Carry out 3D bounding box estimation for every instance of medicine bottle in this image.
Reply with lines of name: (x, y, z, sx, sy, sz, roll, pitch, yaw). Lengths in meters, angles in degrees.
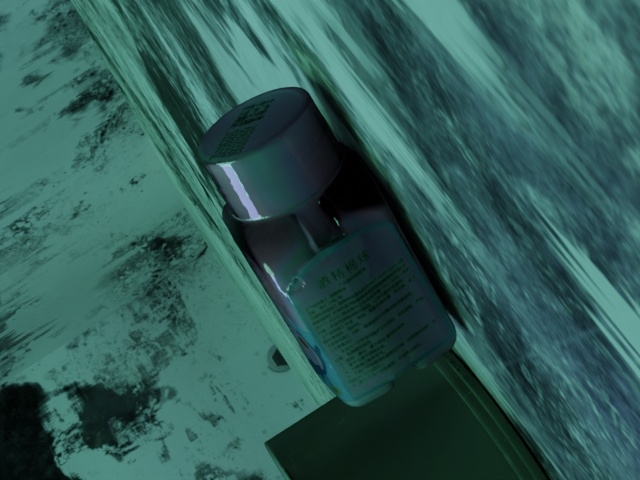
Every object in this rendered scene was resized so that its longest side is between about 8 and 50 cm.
medicine bottle: (0.000, 0.000, 1.059, 0.188, 0.094, 0.119, 60, 175, -28)

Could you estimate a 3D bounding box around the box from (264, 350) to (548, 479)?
box: (0.080, 0.203, 1.214, 0.226, 0.149, 0.226, 56, 174, 9)
